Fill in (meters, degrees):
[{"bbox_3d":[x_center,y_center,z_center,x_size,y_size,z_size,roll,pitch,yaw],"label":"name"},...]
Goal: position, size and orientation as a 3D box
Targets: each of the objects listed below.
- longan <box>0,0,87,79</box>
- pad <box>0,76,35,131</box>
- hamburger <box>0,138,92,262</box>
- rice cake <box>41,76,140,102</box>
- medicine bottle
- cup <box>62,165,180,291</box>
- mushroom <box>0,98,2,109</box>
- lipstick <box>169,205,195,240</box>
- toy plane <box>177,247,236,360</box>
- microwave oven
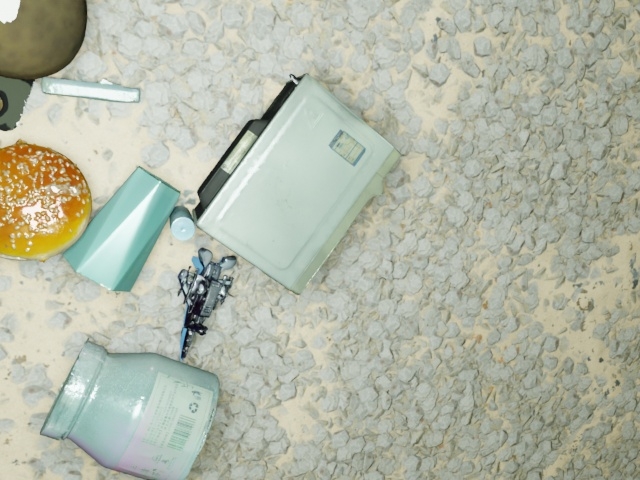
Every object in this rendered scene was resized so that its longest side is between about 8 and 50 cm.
[{"bbox_3d":[-0.534,-0.414,0.875,0.300,0.243,0.300,0,93,1],"label":"longan"},{"bbox_3d":[-0.679,-0.330,0.974,0.267,0.004,0.181,22,95,-20],"label":"pad"},{"bbox_3d":[-0.546,-0.068,0.986,0.236,0.147,0.237,0,88,-6],"label":"hamburger"},{"bbox_3d":[-0.449,-0.299,1.036,0.180,0.030,0.042,2,100,-18],"label":"rice cake"},{"bbox_3d":[-0.390,0.345,1.090,0.290,0.245,0.245,27,93,-18],"label":"medicine bottle"},{"bbox_3d":[-0.391,-0.030,1.062,0.134,0.148,0.236,32,91,6],"label":"cup"},{"bbox_3d":[-0.696,-0.266,0.956,0.202,0.054,0.059,9,101,-14],"label":"mushroom"},{"bbox_3d":[-0.284,-0.038,1.075,0.048,0.158,0.048,-4,103,-16],"label":"lipstick"},{"bbox_3d":[-0.258,0.142,1.135,0.169,0.078,0.246,24,75,-57],"label":"toy plane"},{"bbox_3d":[-0.062,-0.120,1.093,0.286,0.218,0.355,35,91,-19],"label":"microwave oven"}]
